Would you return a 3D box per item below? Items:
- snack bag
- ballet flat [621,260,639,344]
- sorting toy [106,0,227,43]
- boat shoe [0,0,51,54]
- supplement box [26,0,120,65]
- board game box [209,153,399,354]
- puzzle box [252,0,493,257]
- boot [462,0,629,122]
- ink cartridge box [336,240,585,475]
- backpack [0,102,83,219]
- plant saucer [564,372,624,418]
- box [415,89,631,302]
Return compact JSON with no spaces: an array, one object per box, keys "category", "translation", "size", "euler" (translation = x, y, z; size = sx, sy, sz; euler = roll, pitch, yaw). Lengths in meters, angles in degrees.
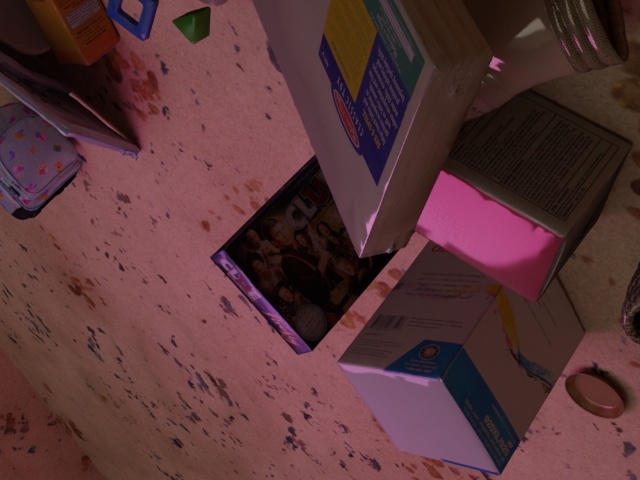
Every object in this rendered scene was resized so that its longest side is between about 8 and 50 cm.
[{"category":"snack bag","translation":[-0.448,-0.252,1.432],"size":[0.342,0.037,0.323],"euler":[39,-177,5]},{"category":"ballet flat","translation":[0.482,0.091,0.775],"size":[0.483,0.182,0.164],"euler":[10,136,43]},{"category":"sorting toy","translation":[-0.171,-0.379,1.031],"size":[0.196,0.047,0.348],"euler":[27,133,18]},{"category":"boat shoe","translation":[-0.533,-0.410,1.425],"size":[0.340,0.127,0.158],"euler":[48,164,-6]},{"category":"supplement box","translation":[-0.379,-0.367,1.316],"size":[0.078,0.080,0.233],"euler":[14,141,40]},{"category":"board game box","translation":[0.000,0.000,1.166],"size":[0.165,0.243,0.042],"euler":[48,149,-10]},{"category":"puzzle box","translation":[0.013,-0.221,0.848],"size":[0.272,0.052,0.409],"euler":[108,145,-57]},{"category":"boot","translation":[0.147,-0.249,0.826],"size":[0.203,0.095,0.262],"euler":[-16,98,43]},{"category":"ink cartridge box","translation":[0.177,0.131,1.136],"size":[0.171,0.233,0.168],"euler":[1,132,49]},{"category":"backpack","translation":[-0.552,-0.155,1.699],"size":[0.188,0.166,0.144],"euler":[43,149,-7]},{"category":"plant saucer","translation":[0.363,0.201,1.221],"size":[0.083,0.015,0.083],"euler":[30,147,22]},{"category":"box","translation":[0.173,-0.071,0.965],"size":[0.232,0.148,0.127],"euler":[33,149,19]}]
